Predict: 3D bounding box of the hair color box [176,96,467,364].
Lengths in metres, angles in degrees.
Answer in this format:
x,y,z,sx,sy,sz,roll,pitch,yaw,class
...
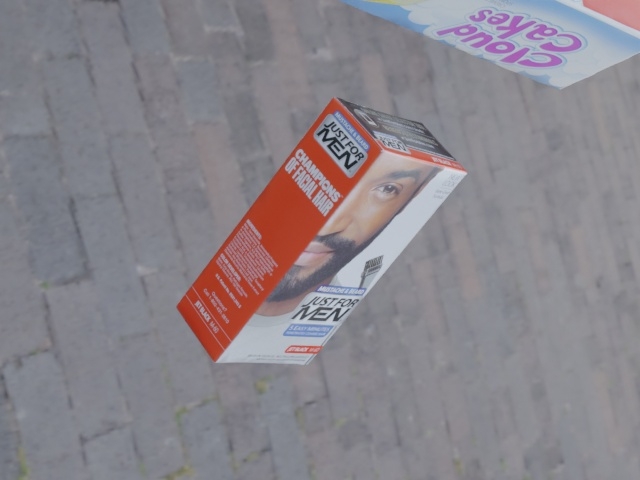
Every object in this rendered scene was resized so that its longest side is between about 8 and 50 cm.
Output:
x,y,z,sx,sy,sz,roll,pitch,yaw,class
0.000,0.000,0.747,0.093,0.167,0.053,8,35,-52,hair color box

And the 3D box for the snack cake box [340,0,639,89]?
x,y,z,sx,sy,sz,roll,pitch,yaw,class
0.079,-0.208,0.740,0.264,0.089,0.152,16,68,-31,snack cake box
